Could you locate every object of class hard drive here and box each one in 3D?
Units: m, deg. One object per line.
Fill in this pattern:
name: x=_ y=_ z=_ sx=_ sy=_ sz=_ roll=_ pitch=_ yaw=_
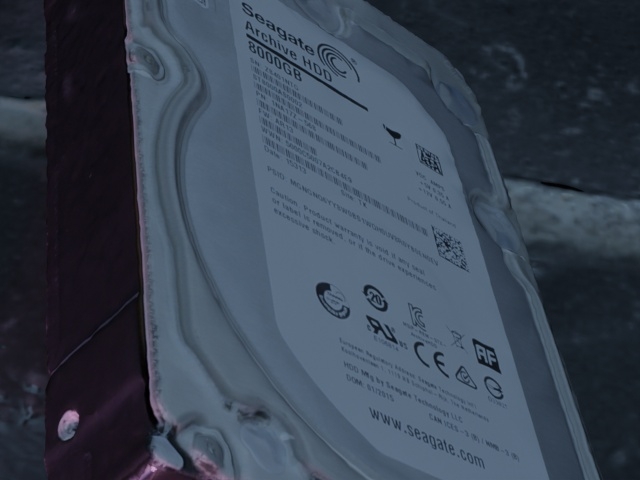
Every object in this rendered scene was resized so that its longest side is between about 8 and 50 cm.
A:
hard drive: x=0.000 y=0.000 z=0.576 sx=0.237 sy=0.064 sz=0.339 roll=29 pitch=33 yaw=-33
